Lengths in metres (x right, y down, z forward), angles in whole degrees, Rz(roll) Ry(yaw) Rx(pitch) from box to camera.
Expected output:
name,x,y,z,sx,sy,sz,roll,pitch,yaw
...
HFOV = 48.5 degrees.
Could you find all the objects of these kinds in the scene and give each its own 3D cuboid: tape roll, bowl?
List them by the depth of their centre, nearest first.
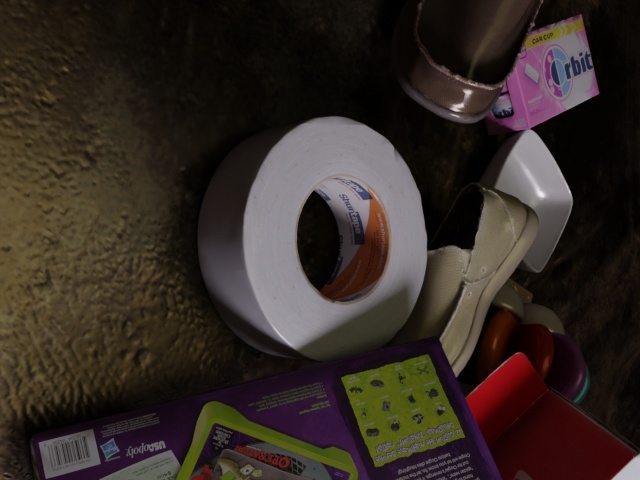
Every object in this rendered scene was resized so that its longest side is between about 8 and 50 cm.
name,x,y,z,sx,sy,sz,roll,pitch,yaw
tape roll,0.000,0.000,0.648,0.219,0.072,0.219,2,87,-40
bowl,0.240,-0.047,0.868,0.142,0.053,0.142,50,59,-29

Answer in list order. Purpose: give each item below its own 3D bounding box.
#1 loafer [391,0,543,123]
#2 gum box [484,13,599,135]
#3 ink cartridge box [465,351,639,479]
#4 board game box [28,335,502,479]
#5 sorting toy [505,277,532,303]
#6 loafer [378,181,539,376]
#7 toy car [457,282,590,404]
name,x,y,z,sx,sy,sz,roll,pitch,yaw
loafer,0.176,-0.289,0.751,0.134,0.130,0.365,22,64,-5
gum box,0.268,-0.209,0.892,0.188,0.062,0.107,-27,105,-38
ink cartridge box,0.177,0.309,0.677,0.309,0.130,0.272,-43,117,-5
board game box,-0.016,0.204,0.530,0.347,0.056,0.208,-8,59,-28
sorting toy,0.237,0.094,0.887,0.062,0.012,0.083,33,68,-32
loafer,0.122,0.049,0.732,0.092,0.102,0.268,41,70,-19
toy car,0.221,0.136,0.781,0.182,0.136,0.159,29,72,-30
